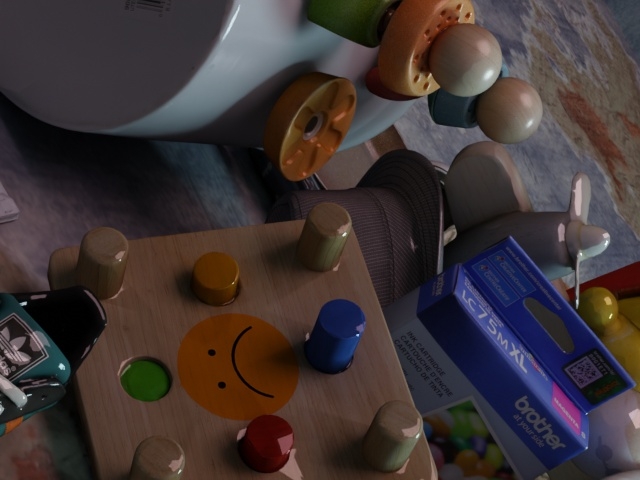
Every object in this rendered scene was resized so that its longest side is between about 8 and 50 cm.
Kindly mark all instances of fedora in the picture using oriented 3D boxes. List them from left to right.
[{"bbox_3d":[0.007,0.047,1.595,0.124,0.275,0.244,5,9,-24],"label":"fedora"}]

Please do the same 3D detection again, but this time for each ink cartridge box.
[{"bbox_3d":[0.088,0.147,1.490,0.186,0.311,0.065,49,22,-16],"label":"ink cartridge box"}]

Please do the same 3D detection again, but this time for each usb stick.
[{"bbox_3d":[0.000,0.000,1.822,0.278,0.045,0.077,63,-16,14],"label":"usb stick"}]

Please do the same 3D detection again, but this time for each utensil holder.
[{"bbox_3d":[-0.101,-0.244,1.618,0.385,0.328,0.327,-2,62,-61],"label":"utensil holder"}]

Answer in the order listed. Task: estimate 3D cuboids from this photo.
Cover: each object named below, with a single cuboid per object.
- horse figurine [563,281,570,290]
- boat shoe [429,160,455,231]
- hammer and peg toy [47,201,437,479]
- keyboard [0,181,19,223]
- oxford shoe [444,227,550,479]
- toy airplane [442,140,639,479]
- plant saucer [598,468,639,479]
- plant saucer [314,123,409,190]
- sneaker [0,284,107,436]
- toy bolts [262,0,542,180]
[{"bbox_3d":[0.372,0.164,2.351,0.174,0.066,0.263,55,19,-25],"label":"horse figurine"},{"bbox_3d":[0.170,0.003,2.139,0.219,0.078,0.070,61,22,5],"label":"boat shoe"},{"bbox_3d":[-0.042,0.145,1.329,0.266,0.127,0.361,-8,58,-20],"label":"hammer and peg toy"},{"bbox_3d":[-0.310,-0.032,1.319,0.072,0.014,0.256,54,22,7],"label":"keyboard"},{"bbox_3d":[0.197,0.201,1.873,0.169,0.130,0.449,-7,63,-21],"label":"oxford shoe"},{"bbox_3d":[0.229,0.126,1.629,0.386,0.384,0.272,21,28,-13],"label":"toy airplane"},{"bbox_3d":[0.268,0.398,1.494,0.400,0.100,0.400,14,68,-38],"label":"plant saucer"},{"bbox_3d":[0.020,-0.105,2.016,0.310,0.050,0.310,43,27,-29],"label":"plant saucer"},{"bbox_3d":[-0.243,0.090,1.150,0.108,0.121,0.302,56,23,-2],"label":"sneaker"},{"bbox_3d":[0.087,-0.120,1.532,0.158,0.218,0.228,33,16,26],"label":"toy bolts"}]
